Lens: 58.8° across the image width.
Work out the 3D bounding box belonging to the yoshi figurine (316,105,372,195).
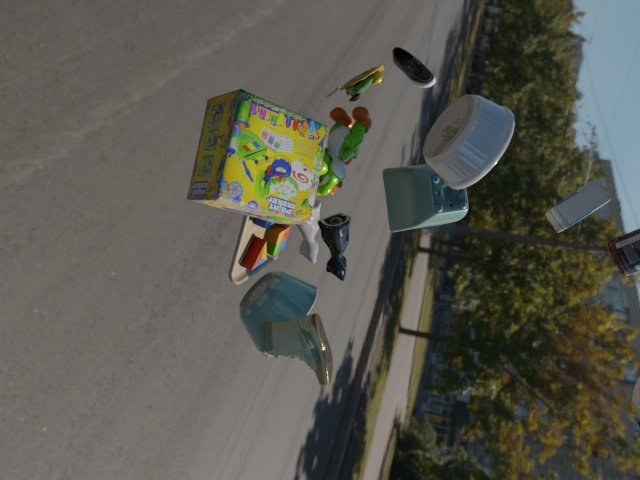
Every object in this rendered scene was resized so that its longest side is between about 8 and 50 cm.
[{"bbox_3d":[0.040,-0.340,2.050,0.203,0.203,0.362,119,-4,-68],"label":"yoshi figurine"}]

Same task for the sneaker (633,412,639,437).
[{"bbox_3d":[0.822,0.481,1.440,0.098,0.038,0.069,31,67,-26],"label":"sneaker"}]

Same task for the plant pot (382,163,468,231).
[{"bbox_3d":[0.407,-0.169,2.102,0.252,0.247,0.247,179,-98,-69],"label":"plant pot"}]

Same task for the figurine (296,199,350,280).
[{"bbox_3d":[0.000,0.000,1.736,0.092,0.215,0.209,-27,130,-33],"label":"figurine"}]

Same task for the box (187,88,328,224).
[{"bbox_3d":[-0.162,-0.208,1.511,0.290,0.177,0.279,15,83,-38],"label":"box"}]

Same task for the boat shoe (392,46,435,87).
[{"bbox_3d":[0.353,-0.673,2.183,0.080,0.228,0.076,-37,147,2],"label":"boat shoe"}]

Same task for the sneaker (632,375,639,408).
[{"bbox_3d":[0.983,0.386,1.656,0.095,0.090,0.235,34,90,-44],"label":"sneaker"}]

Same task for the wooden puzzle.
[{"bbox_3d":[-0.170,-0.049,1.897,0.322,0.081,0.347,-36,143,-62],"label":"wooden puzzle"}]

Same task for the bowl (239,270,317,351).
[{"bbox_3d":[-0.176,0.231,2.055,0.311,0.163,0.311,-41,-163,15],"label":"bowl"}]

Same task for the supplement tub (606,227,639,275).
[{"bbox_3d":[0.865,0.010,1.479,0.106,0.198,0.106,38,36,-35],"label":"supplement tub"}]

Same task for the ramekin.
[{"bbox_3d":[0.411,-0.293,1.628,0.273,0.127,0.273,-50,-160,26],"label":"ramekin"}]

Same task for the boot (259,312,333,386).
[{"bbox_3d":[-0.061,0.290,1.467,0.077,0.165,0.213,-72,150,-63],"label":"boot"}]

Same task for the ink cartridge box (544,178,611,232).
[{"bbox_3d":[0.783,-0.101,1.742,0.082,0.140,0.191,56,7,10],"label":"ink cartridge box"}]

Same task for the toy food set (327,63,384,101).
[{"bbox_3d":[0.145,-0.563,2.080,0.071,0.218,0.128,58,29,-17],"label":"toy food set"}]
